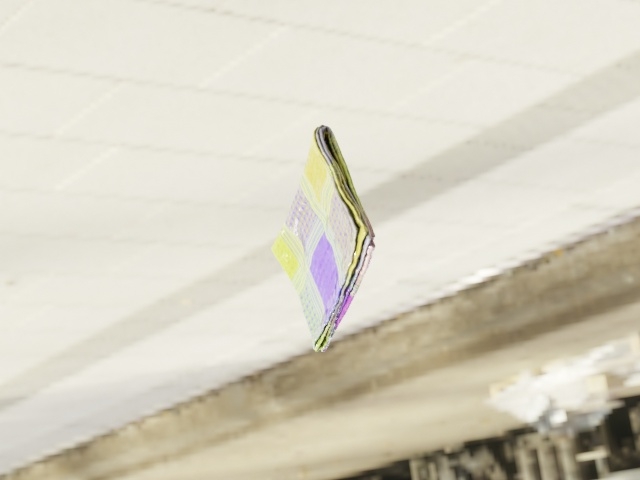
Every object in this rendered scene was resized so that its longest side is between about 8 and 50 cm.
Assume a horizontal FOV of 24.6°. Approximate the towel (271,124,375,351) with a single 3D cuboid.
[{"bbox_3d":[0.000,0.000,0.585,0.009,0.060,0.083,-8,147,-23],"label":"towel"}]
